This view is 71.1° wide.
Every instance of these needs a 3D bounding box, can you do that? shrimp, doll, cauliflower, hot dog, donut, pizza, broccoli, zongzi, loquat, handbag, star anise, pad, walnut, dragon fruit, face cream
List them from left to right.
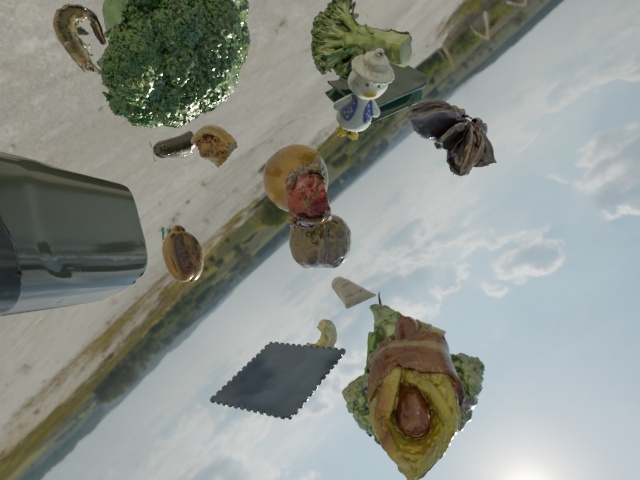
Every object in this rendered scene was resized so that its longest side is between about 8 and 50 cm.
[{"bbox_3d":[-0.834,-0.715,1.587,0.173,0.058,0.253,-57,156,-15],"label":"shrimp"},{"bbox_3d":[-0.619,-0.368,1.868,0.187,0.084,0.184,-24,175,-29],"label":"zongzi"},{"bbox_3d":[-0.298,-0.414,0.929,0.321,0.309,0.413,-11,150,-23],"label":"broccoli"},{"bbox_3d":[-0.310,0.027,0.996,0.090,0.140,0.060,-11,168,-45],"label":"hot dog"},{"bbox_3d":[-0.371,-0.329,1.533,0.056,0.271,0.134,-2,114,-43],"label":"pizza"},{"bbox_3d":[-0.104,0.340,1.134,0.269,0.012,0.270,-3,-159,36],"label":"pad"},{"bbox_3d":[-0.089,-0.234,1.720,0.263,0.263,0.263,-41,-176,3],"label":"loquat"},{"bbox_3d":[-0.051,-0.128,1.474,0.147,0.211,0.282,-15,149,-6],"label":"dragon fruit"},{"bbox_3d":[0.000,0.000,1.761,0.248,0.248,0.248,-41,-176,3],"label":"walnut"},{"bbox_3d":[0.006,0.386,1.732,0.065,0.108,0.165,20,-100,47],"label":"donut"},{"bbox_3d":[0.132,0.236,2.014,0.143,0.089,0.314,-22,-164,-12],"label":"face cream"},{"bbox_3d":[0.134,-0.612,1.446,0.221,0.361,0.252,-16,144,-41],"label":"broccoli"},{"bbox_3d":[0.115,-0.395,1.230,0.293,0.138,0.119,116,-21,-53],"label":"doll"},{"bbox_3d":[0.209,-0.555,1.640,0.327,0.238,0.089,-30,149,-22],"label":"handbag"},{"bbox_3d":[0.158,0.244,0.842,0.257,0.315,0.239,-11,167,-14],"label":"cauliflower"},{"bbox_3d":[0.119,0.178,0.595,0.123,0.093,0.261,-17,-154,12],"label":"hot dog"},{"bbox_3d":[0.262,-0.207,0.886,0.093,0.229,0.236,-55,-149,35],"label":"star anise"}]

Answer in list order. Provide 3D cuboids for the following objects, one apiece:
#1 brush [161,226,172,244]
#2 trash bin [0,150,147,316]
[{"bbox_3d":[-0.439,0.010,1.418,0.010,0.082,0.218,-8,172,12],"label":"brush"},{"bbox_3d":[-0.396,-0.003,0.604,0.220,0.219,0.250,-21,169,23],"label":"trash bin"}]
